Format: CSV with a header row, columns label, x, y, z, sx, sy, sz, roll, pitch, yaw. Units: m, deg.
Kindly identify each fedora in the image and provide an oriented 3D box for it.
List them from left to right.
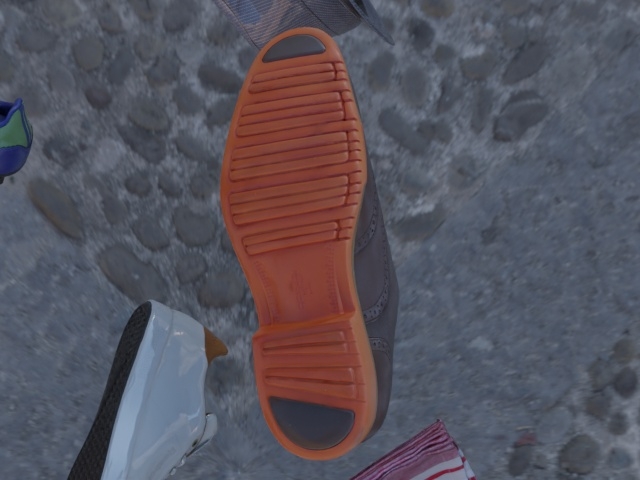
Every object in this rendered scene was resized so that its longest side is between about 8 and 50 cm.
label,x,y,z,sx,sy,sz,roll,pitch,yaw
fedora,-0.051,-0.281,1.129,0.124,0.243,0.275,-34,71,15

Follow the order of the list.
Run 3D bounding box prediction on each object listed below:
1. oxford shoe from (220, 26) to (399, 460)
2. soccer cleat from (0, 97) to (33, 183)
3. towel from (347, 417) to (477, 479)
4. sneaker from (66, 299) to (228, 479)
label,x,y,z,sx,sy,sz,roll,pitch,yaw
oxford shoe,0.000,0.000,0.962,0.130,0.132,0.364,-3,89,24
soccer cleat,-0.455,-0.153,1.197,0.289,0.121,0.093,16,41,-4
towel,0.115,0.387,1.453,0.237,0.329,0.037,-34,46,-2
sneaker,-0.165,0.212,1.068,0.123,0.106,0.290,27,74,-26
